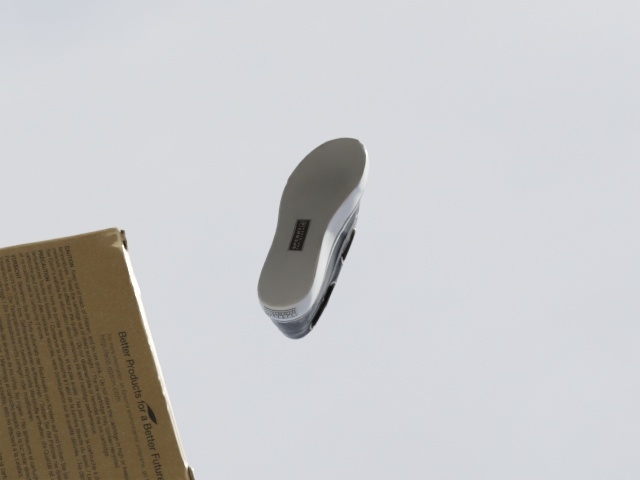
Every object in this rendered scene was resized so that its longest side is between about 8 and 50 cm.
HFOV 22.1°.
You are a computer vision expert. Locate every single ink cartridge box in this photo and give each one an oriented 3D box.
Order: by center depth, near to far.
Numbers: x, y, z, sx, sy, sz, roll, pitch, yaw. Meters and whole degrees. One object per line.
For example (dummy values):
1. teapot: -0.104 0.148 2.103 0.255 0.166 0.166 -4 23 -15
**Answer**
1. ink cartridge box: -0.215 0.119 1.205 0.193 0.088 0.235 -9 -123 -17

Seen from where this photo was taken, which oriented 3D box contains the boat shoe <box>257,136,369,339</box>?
1. boat shoe: 0.000 0.000 1.643 0.080 0.076 0.228 3 -128 19
